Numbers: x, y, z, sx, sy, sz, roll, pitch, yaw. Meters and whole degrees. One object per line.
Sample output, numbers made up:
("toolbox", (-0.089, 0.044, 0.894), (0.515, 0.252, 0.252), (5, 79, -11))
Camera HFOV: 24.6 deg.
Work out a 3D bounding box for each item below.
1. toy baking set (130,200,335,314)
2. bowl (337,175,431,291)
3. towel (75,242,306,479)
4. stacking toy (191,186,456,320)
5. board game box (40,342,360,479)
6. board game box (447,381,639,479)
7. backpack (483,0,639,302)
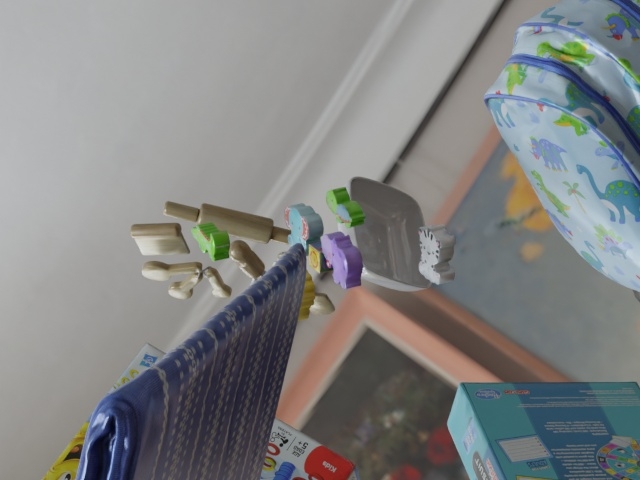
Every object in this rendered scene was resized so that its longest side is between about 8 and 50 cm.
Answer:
("toy baking set", (-0.097, 0.023, 1.718), (0.196, 0.256, 0.030), (110, 170, -59))
("bowl", (0.075, -0.002, 1.881), (0.142, 0.142, 0.053), (17, -34, -40))
("towel", (-0.088, 0.149, 0.900), (0.336, 0.040, 0.243), (-42, -32, -70))
("stacking toy", (0.000, 0.000, 1.356), (0.167, 0.221, 0.052), (-13, -65, -26))
("board game box", (-0.162, 0.319, 1.691), (0.302, 0.308, 0.086), (-54, -21, -23))
("board game box", (0.326, 0.310, 1.790), (0.254, 0.336, 0.079), (1, -54, -17))
("backpack", (0.323, -0.086, 1.418), (0.273, 0.290, 0.355), (-22, -69, -13))
